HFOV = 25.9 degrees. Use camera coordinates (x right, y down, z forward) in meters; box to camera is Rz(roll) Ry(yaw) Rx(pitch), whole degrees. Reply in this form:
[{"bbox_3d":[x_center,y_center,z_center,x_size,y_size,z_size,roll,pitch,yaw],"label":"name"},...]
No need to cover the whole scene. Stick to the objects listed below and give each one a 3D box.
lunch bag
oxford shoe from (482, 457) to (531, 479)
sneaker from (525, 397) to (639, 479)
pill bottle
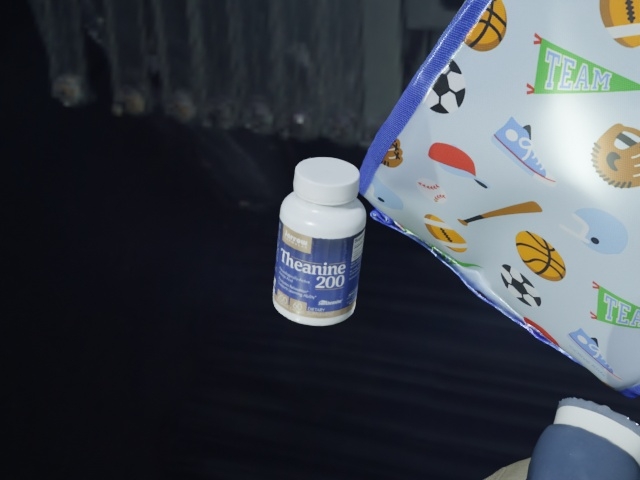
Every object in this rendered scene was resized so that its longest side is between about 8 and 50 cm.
[{"bbox_3d":[0.232,-0.079,1.114,0.239,0.328,0.385,-49,-6,-47],"label":"lunch bag"},{"bbox_3d":[0.202,0.273,1.408,0.130,0.123,0.348,-45,-9,13],"label":"oxford shoe"},{"bbox_3d":[0.211,0.255,1.142,0.131,0.112,0.319,-57,-32,-25],"label":"sneaker"},{"bbox_3d":[0.000,0.000,1.074,0.067,0.067,0.120,-39,-38,-53],"label":"pill bottle"}]
